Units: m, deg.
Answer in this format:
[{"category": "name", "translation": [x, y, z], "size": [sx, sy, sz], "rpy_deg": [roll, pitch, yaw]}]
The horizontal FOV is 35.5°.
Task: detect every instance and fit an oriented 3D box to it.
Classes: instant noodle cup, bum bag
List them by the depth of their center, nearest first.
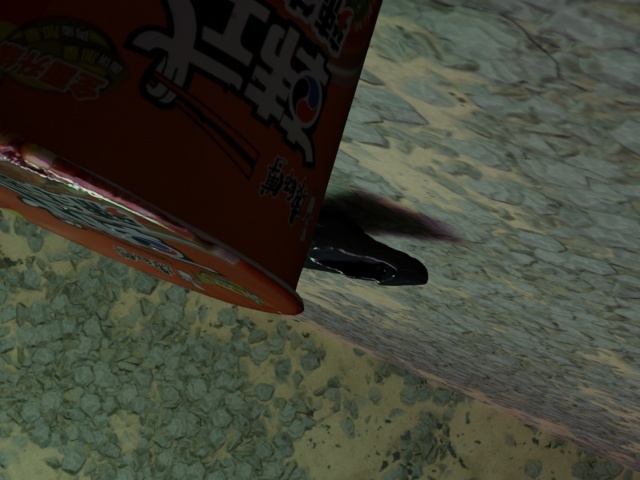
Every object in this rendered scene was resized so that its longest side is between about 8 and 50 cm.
[{"category": "instant noodle cup", "translation": [-0.089, -0.096, 0.523], "size": [0.250, 0.192, 0.250], "rpy_deg": [21, 169, 4]}, {"category": "bum bag", "translation": [0.000, 0.000, 1.129], "size": [0.137, 0.074, 0.310], "rpy_deg": [15, 180, -28]}]
